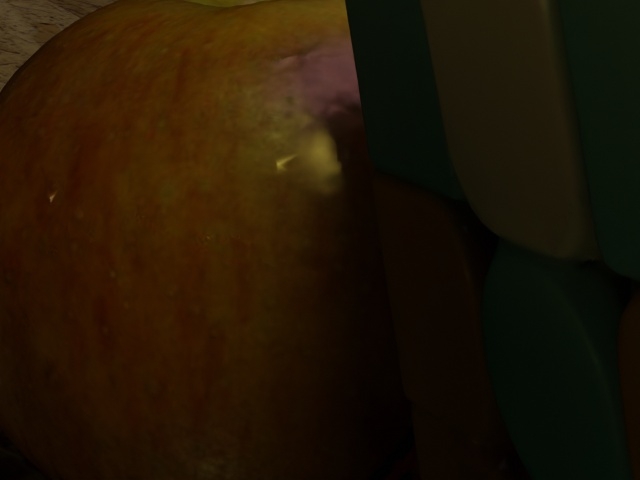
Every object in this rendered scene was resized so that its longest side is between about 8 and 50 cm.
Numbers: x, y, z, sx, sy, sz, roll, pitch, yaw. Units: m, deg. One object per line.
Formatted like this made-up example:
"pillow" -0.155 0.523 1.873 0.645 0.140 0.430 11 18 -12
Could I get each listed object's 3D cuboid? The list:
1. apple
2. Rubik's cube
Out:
"apple" 0.000 0.000 0.988 0.400 0.333 0.400 13 22 -6
"Rubik's cube" 0.238 0.013 0.690 0.347 0.346 0.344 -15 16 -15
